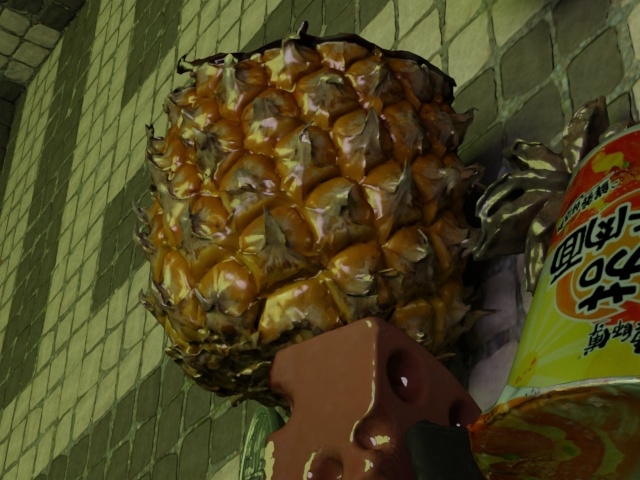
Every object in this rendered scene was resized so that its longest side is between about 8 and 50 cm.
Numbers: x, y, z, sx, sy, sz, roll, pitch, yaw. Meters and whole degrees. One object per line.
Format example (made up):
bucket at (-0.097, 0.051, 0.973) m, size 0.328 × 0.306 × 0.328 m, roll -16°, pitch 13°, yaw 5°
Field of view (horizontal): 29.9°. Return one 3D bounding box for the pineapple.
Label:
pineapple at (-0.003, 0.001, 1.122) m, size 0.352 × 0.352 × 0.300 m, roll -32°, pitch 53°, yaw 50°

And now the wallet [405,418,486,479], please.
wallet at (0.158, 0.255, 0.780) m, size 0.321 × 0.171 × 0.044 m, roll -102°, pitch 27°, yaw -49°

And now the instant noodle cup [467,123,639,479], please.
instant noodle cup at (0.237, 0.062, 0.709) m, size 0.264 × 0.264 × 0.200 m, roll -31°, pitch 35°, yaw 51°

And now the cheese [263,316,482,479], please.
cheese at (0.028, 0.156, 0.925) m, size 0.128 × 0.203 × 0.177 m, roll -25°, pitch 84°, yaw 42°

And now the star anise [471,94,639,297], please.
star anise at (0.213, -0.045, 0.986) m, size 0.182 × 0.065 × 0.195 m, roll -5°, pitch 53°, yaw 34°

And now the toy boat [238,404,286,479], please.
toy boat at (-0.073, 0.296, 1.276) m, size 0.078 × 0.085 × 0.260 m, roll -35°, pitch 41°, yaw 50°
